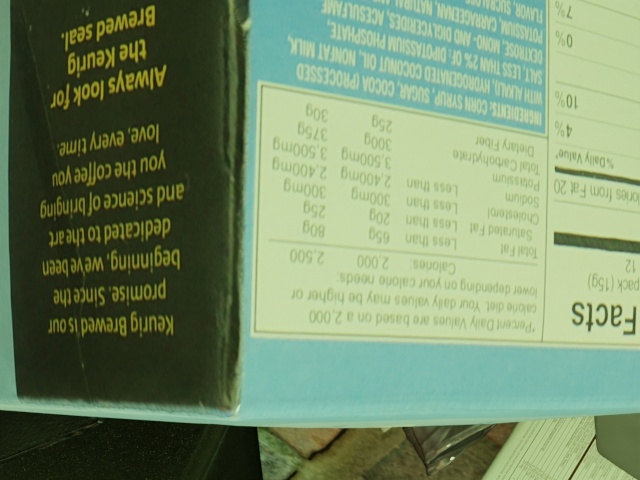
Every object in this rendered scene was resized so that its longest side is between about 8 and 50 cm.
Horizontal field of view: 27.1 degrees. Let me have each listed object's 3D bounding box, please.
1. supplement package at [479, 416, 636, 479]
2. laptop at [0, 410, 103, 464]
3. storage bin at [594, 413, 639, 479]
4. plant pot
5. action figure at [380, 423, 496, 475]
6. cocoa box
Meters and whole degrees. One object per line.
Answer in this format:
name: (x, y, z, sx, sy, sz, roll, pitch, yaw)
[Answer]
supplement package: (0.166, 0.223, 0.785, 0.203, 0.149, 0.194, 32, 155, 13)
laptop: (-0.295, 0.032, 0.965, 0.234, 0.264, 0.137, -23, 152, 28)
storage bin: (0.192, 0.066, 0.616, 0.091, 0.135, 0.098, 27, 146, 36)
plant pot: (-0.159, 0.196, 1.029, 0.188, 0.167, 0.188, 9, 140, 8)
action figure: (0.000, 0.000, 0.753, 0.285, 0.099, 0.185, 51, 155, 9)
cocoa box: (-0.049, -0.048, 0.508, 0.347, 0.231, 0.227, -5, 82, 48)
